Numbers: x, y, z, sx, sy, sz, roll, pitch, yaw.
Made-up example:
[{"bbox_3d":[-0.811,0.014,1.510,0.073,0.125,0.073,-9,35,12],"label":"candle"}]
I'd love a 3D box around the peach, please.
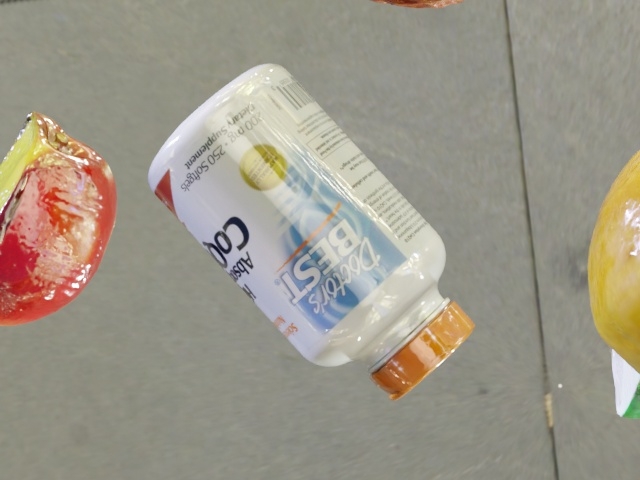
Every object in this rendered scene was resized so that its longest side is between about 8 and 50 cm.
[{"bbox_3d":[-0.332,0.010,1.640,0.159,0.154,0.267,36,92,-20],"label":"peach"}]

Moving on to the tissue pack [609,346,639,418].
[{"bbox_3d":[0.325,0.086,1.054,0.209,0.148,0.156,-3,68,2],"label":"tissue pack"}]

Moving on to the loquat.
[{"bbox_3d":[0.260,0.004,0.883,0.176,0.234,0.187,38,64,7],"label":"loquat"}]

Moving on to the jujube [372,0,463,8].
[{"bbox_3d":[0.097,-0.364,1.734,0.250,0.174,0.174,14,87,29],"label":"jujube"}]

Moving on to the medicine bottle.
[{"bbox_3d":[0.000,0.000,1.235,0.157,0.157,0.288,-43,87,3],"label":"medicine bottle"}]
